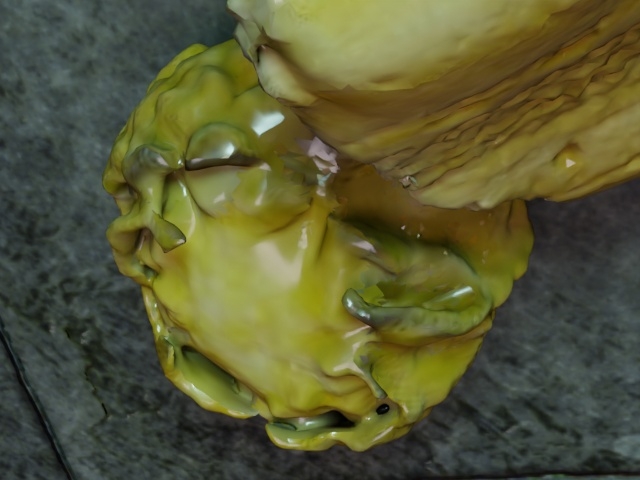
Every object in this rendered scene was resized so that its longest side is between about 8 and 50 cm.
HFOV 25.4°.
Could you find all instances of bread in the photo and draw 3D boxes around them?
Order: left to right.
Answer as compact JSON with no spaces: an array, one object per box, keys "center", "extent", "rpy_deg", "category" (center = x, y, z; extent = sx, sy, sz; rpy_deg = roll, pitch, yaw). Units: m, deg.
[{"center":[0.158,-0.203,0.567],"extent":[0.394,0.361,0.250],"rpy_deg":[-26,69,20],"category":"bread"}]

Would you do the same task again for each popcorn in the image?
[{"center":[0.000,0.000,0.798],"extent":[0.250,0.190,0.250],"rpy_deg":[5,130,6],"category":"popcorn"}]
